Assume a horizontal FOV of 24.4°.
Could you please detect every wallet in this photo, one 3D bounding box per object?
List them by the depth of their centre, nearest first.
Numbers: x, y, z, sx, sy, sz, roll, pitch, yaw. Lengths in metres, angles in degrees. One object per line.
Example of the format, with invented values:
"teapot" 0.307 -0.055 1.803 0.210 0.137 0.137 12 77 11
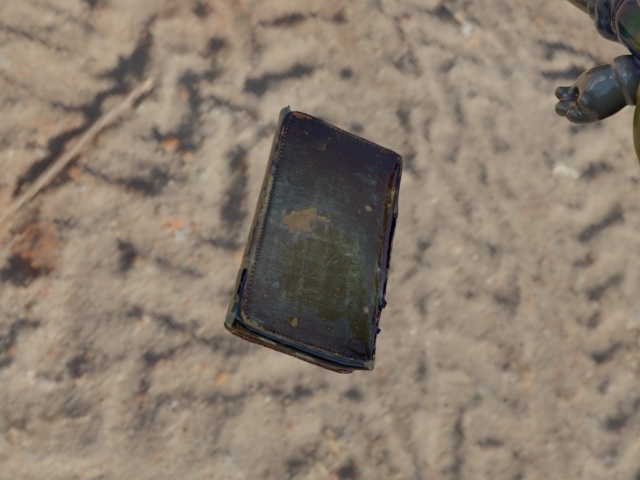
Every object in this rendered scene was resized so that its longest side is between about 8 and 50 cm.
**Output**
"wallet" 0.000 0.000 1.197 0.122 0.031 0.232 22 51 -13

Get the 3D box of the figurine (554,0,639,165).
"figurine" 0.291 -0.131 1.032 0.205 0.224 0.381 -23 76 -35
